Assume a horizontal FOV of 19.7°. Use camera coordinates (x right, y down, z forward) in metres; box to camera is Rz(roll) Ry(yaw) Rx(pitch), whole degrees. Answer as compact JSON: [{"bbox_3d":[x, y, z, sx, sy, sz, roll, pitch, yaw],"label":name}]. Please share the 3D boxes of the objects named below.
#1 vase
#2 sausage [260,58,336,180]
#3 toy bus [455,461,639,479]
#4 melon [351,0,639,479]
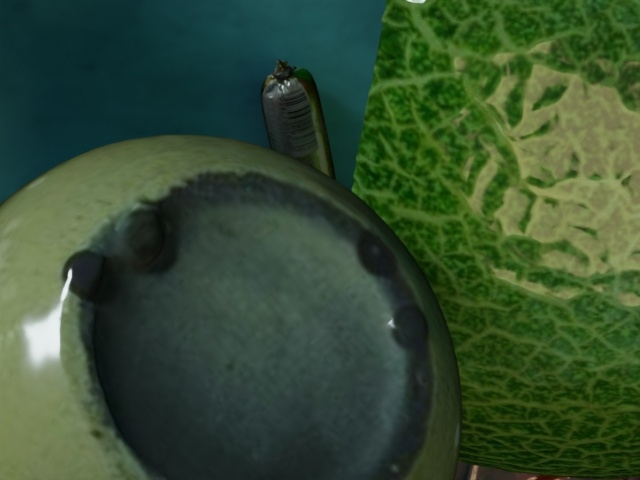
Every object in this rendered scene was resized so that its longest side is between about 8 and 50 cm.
[{"bbox_3d":[-0.076,0.137,0.833,0.241,0.329,0.302,-3,161,-28],"label":"vase"},{"bbox_3d":[0.000,0.000,1.038,0.033,0.033,0.269,-12,135,1],"label":"sausage"},{"bbox_3d":[0.101,0.174,1.158,0.127,0.147,0.302,7,134,-25],"label":"toy bus"},{"bbox_3d":[0.192,-0.015,0.936,0.343,0.226,0.331,9,121,6],"label":"melon"}]
